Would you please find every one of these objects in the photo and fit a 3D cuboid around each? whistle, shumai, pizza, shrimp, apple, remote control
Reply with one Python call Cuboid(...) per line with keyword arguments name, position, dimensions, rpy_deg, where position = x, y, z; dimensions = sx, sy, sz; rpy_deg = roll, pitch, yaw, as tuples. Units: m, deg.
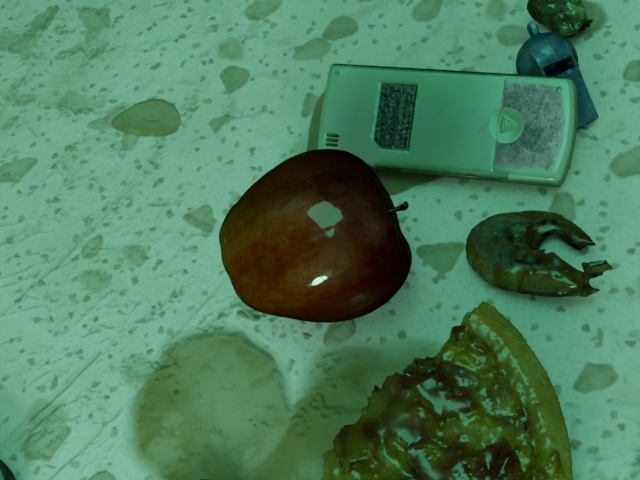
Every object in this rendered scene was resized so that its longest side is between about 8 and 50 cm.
Cuboid(name="whistle", position=(0.314, -0.223, 1.390), dimensions=(0.090, 0.090, 0.158), rpy_deg=(-23, 94, 1))
Cuboid(name="shumai", position=(0.337, -0.319, 1.442), dimensions=(0.083, 0.082, 0.080), rpy_deg=(-25, 53, 26))
Cuboid(name="pizza", position=(0.137, 0.247, 1.111), dimensions=(0.277, 0.114, 0.409), rpy_deg=(8, 58, 15))
Cuboid(name="shrimp", position=(0.269, 0.011, 1.255), dimensions=(0.187, 0.052, 0.132), rpy_deg=(22, 66, 30))
Cuboid(name="apple", position=(0.001, 0.000, 1.243), dimensions=(0.234, 0.234, 0.234), rpy_deg=(-8, 56, 11))
Cuboid(name="remote control", position=(0.166, -0.156, 1.368), dimensions=(0.344, 0.050, 0.145), rpy_deg=(8, 87, 20))

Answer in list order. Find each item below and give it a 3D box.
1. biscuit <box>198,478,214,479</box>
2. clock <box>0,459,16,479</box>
Cuboid(name="biscuit", position=(-0.165, 0.386, 1.144), dimensions=(0.238, 0.041, 0.212), rpy_deg=(-23, 56, 0))
Cuboid(name="clock", position=(-0.474, 0.353, 1.251), dimensions=(0.226, 0.049, 0.226), rpy_deg=(-8, 55, 12))
